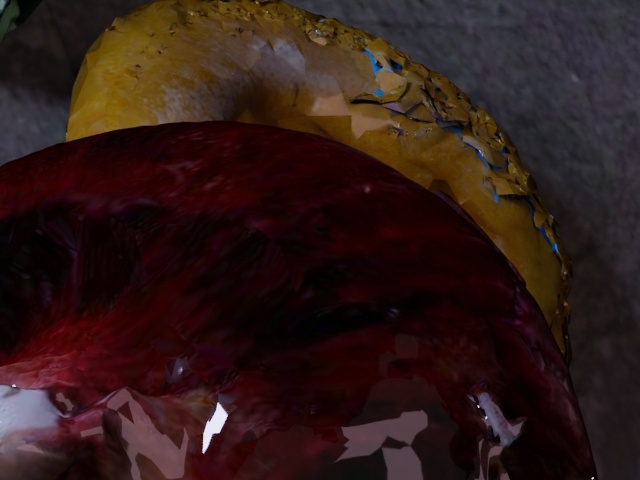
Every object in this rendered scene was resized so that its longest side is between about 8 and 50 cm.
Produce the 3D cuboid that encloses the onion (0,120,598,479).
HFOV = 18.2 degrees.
[{"bbox_3d":[-0.058,0.091,0.662,0.314,0.232,0.314,-7,59,13],"label":"onion"}]

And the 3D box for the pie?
[{"bbox_3d":[0.001,0.000,0.884,0.273,0.069,0.273,16,59,-28],"label":"pie"}]

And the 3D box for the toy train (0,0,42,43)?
[{"bbox_3d":[-0.188,-0.139,0.845,0.170,0.071,0.111,27,65,-18],"label":"toy train"}]
